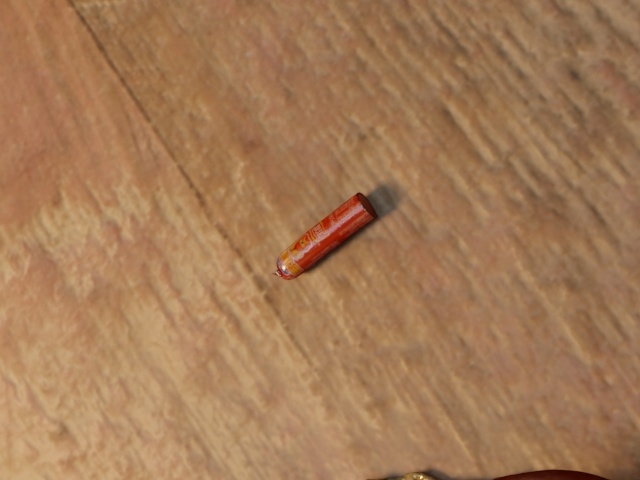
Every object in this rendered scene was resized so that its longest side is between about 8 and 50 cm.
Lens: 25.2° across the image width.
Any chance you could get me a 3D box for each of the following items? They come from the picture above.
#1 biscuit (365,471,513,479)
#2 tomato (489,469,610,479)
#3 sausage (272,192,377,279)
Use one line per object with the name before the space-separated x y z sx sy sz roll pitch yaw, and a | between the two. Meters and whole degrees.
biscuit | 0.102 0.306 1.437 0.224 0.033 0.145 -11 82 22
tomato | 0.198 0.359 1.235 0.321 0.321 0.322 -3 83 23
sausage | 0.000 0.000 1.514 0.129 0.034 0.034 -37 71 16
